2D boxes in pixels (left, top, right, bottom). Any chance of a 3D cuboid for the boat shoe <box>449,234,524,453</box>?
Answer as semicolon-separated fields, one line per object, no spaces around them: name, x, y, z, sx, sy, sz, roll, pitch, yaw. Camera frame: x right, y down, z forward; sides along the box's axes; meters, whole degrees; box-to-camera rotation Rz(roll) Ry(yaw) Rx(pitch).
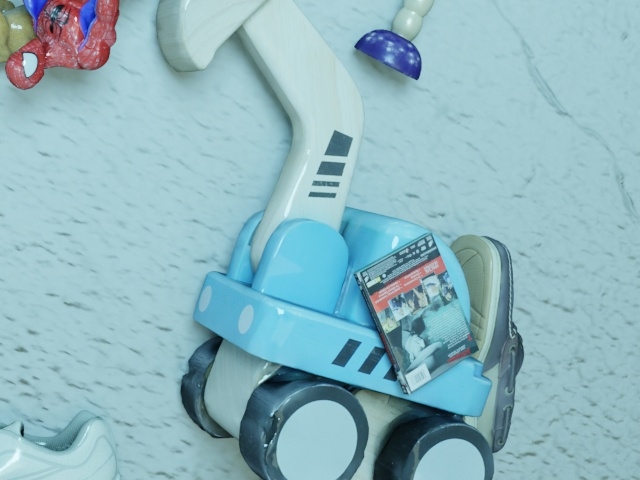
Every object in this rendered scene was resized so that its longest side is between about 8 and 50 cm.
boat shoe;0.177;0.122;1.117;0.092;0.103;0.285;-9;114;-27

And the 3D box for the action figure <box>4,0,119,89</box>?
action figure;-0.166;-0.244;0.796;0.280;0.091;0.139;-53;155;-10

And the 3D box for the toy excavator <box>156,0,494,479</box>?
toy excavator;0.000;0.000;0.963;0.433;0.222;0.445;20;87;-26

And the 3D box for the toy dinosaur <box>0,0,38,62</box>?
toy dinosaur;-0.277;-0.172;0.844;0.211;0.064;0.112;-25;118;-11

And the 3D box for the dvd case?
dvd case;0.086;0.064;0.896;0.087;0.013;0.119;-28;99;-27

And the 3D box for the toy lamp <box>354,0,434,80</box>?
toy lamp;0.123;-0.290;0.953;0.080;0.080;0.274;23;102;-27

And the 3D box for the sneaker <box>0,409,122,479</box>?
sneaker;-0.331;0.234;0.959;0.292;0.110;0.118;-7;104;-28
